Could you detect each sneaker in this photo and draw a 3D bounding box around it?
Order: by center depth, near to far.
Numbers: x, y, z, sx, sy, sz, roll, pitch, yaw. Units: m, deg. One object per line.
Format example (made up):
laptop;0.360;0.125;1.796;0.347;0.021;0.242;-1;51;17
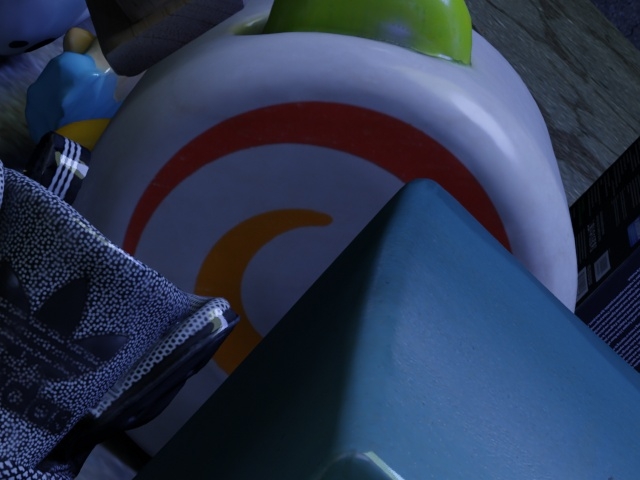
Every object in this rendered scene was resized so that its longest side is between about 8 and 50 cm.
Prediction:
sneaker;-0.095;0.065;0.407;0.101;0.153;0.269;35;18;-24

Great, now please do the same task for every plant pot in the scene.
plant pot;0.023;0.104;0.506;0.165;0.166;0.234;43;10;2

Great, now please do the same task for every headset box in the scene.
headset box;0.308;0.076;1.299;0.283;0.131;0.246;41;18;-6

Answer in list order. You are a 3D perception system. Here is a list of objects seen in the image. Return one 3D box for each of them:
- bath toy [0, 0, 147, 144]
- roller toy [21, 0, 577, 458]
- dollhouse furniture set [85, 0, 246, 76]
bath toy;-0.201;-0.190;0.850;0.348;0.151;0.129;45;53;10
roller toy;0.000;0.000;0.713;0.191;0.209;0.146;53;14;-13
dollhouse furniture set;-0.170;-0.083;0.489;0.161;0.242;0.212;55;7;-36
